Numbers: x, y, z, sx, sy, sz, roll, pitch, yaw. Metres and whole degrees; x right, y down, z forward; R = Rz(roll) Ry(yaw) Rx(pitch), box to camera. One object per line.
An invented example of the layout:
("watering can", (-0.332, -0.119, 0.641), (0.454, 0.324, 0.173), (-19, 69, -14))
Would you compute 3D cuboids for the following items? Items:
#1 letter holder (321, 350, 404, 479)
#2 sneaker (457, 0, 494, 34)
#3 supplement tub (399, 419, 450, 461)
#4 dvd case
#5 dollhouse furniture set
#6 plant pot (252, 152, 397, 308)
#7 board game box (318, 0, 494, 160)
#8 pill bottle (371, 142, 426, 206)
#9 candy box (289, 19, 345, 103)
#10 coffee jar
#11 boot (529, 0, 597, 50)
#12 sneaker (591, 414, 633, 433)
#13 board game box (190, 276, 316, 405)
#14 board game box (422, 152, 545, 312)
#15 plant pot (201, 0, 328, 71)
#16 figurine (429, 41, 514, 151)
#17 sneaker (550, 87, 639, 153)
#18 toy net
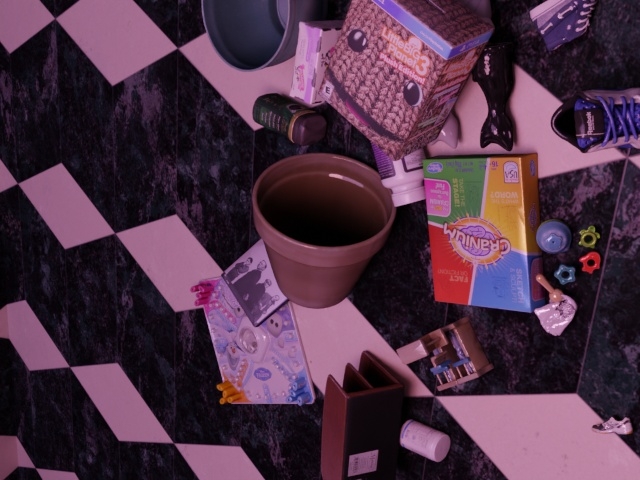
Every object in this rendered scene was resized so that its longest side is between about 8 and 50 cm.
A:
("letter holder", (0.079, 0.449, 2.004), (0.214, 0.152, 0.302), (-140, 49, -58))
("sneaker", (0.237, -0.462, 1.664), (0.262, 0.099, 0.121), (4, 94, 38))
("supplement tub", (0.247, 0.476, 1.945), (0.107, 0.071, 0.071), (16, 113, 40))
("dvd case", (-0.136, 0.090, 2.173), (0.238, 0.029, 0.179), (-40, 72, 19))
("dollhouse furniture set", (0.256, 0.267, 1.790), (0.129, 0.183, 0.129), (-33, 79, 45))
("plant pot", (0.000, 0.000, 1.910), (0.323, 0.323, 0.280), (40, 145, 29))
("board game box", (0.157, -0.347, 1.596), (0.232, 0.141, 0.291), (43, 139, 18))
("pill bottle", (0.176, -0.177, 1.787), (0.108, 0.108, 0.194), (-12, 93, 46))
("candy box", (0.033, -0.396, 1.797), (0.070, 0.196, 0.165), (29, 122, 35))
("coffee jar", (-0.075, -0.297, 2.006), (0.184, 0.096, 0.079), (31, 125, 35))
("boot", (0.470, -0.417, 1.464), (0.190, 0.069, 0.086), (-26, 91, 54))
("sneaker", (0.578, 0.364, 1.619), (0.083, 0.032, 0.037), (-12, 80, 41))
("board game box", (-0.206, 0.288, 2.346), (0.390, 0.050, 0.390), (-12, 94, 46))
("board game box", (0.340, -0.020, 1.705), (0.242, 0.064, 0.317), (3, 105, 44))
("plant pot", (-0.108, -0.546, 1.889), (0.293, 0.196, 0.293), (16, 114, 40))
("figurine", (0.295, -0.286, 1.658), (0.215, 0.092, 0.210), (8, 112, 44))
("sneaker", (0.527, -0.200, 1.383), (0.315, 0.182, 0.128), (3, 106, 44))
("toy net", (0.486, 0.075, 1.613), (0.122, 0.045, 0.232), (2, 109, 15))
